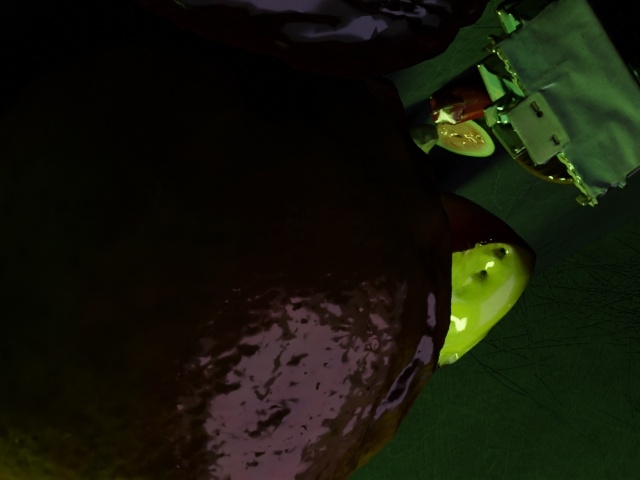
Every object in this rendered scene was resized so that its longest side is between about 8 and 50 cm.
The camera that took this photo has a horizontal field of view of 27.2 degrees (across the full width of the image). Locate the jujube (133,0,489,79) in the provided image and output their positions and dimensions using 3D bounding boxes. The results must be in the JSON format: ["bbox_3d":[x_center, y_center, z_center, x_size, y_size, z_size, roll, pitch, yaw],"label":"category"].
[{"bbox_3d":[-0.020,-0.217,0.873,0.216,0.216,0.342,-40,158,31],"label":"jujube"}]

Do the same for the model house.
[{"bbox_3d":[0.283,-0.185,1.618,0.178,0.271,0.206,-37,-162,3],"label":"model house"}]

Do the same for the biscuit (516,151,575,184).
[{"bbox_3d":[0.330,-0.155,1.706,0.188,0.188,0.027,-32,145,1],"label":"biscuit"}]

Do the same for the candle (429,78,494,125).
[{"bbox_3d":[0.192,-0.180,1.721,0.131,0.052,0.052,-20,162,-38],"label":"candle"}]

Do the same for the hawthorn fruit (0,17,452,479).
[{"bbox_3d":[-0.088,0.032,1.100,0.472,0.472,0.472,-29,166,-8],"label":"hawthorn fruit"}]

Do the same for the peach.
[{"bbox_3d":[0.126,0.057,2.031,0.380,0.242,0.306,-10,137,-23],"label":"peach"}]

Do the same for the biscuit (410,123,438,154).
[{"bbox_3d":[-0.007,-0.058,1.727,0.325,0.044,0.217,-21,161,-30],"label":"biscuit"}]

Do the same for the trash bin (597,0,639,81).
[{"bbox_3d":[0.529,-0.305,1.696,0.301,0.203,0.252,-37,-156,16],"label":"trash bin"}]

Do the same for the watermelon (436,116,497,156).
[{"bbox_3d":[0.213,-0.168,1.833,0.163,0.087,0.069,95,18,-76],"label":"watermelon"}]
